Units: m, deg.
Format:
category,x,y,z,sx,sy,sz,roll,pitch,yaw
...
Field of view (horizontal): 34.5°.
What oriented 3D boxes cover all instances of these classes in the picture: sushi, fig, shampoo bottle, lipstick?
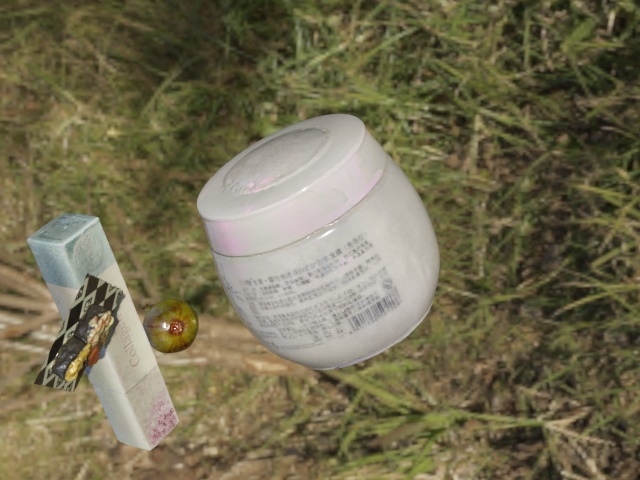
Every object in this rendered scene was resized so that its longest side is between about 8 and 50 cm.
category,x,y,z,sx,sy,sz,roll,pitch,yaw
sushi,-0.229,0.099,1.034,0.126,0.026,0.120,68,-135,-78
fig,-0.357,0.184,2.305,0.236,0.124,0.124,8,98,61
shampoo bottle,0.000,0.000,1.294,0.273,0.273,0.266,19,140,59
lipstick,-0.263,0.117,1.276,0.068,0.066,0.317,8,127,35
